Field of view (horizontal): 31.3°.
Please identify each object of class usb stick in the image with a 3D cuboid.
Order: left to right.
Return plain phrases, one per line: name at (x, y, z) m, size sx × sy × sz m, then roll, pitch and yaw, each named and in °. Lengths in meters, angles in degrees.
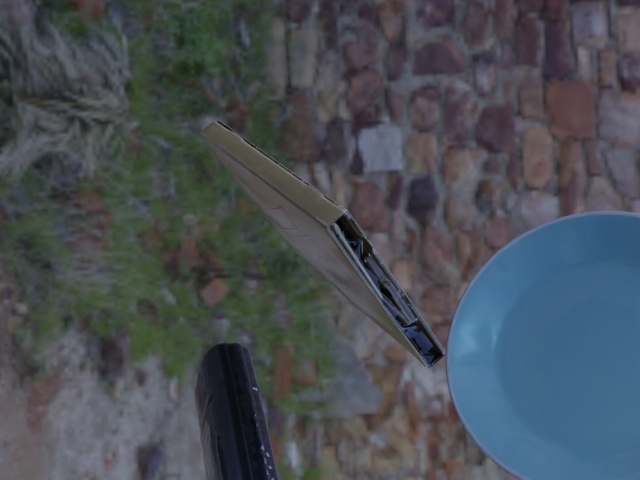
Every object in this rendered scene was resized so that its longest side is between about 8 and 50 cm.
usb stick at (-0.063, 0.165, 0.859) m, size 0.278 × 0.045 × 0.077 m, roll -114°, pitch -137°, yaw -66°

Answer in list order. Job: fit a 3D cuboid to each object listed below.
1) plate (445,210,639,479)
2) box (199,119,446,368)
plate at (0.170, 0.069, 0.703) m, size 0.024 × 0.188 × 0.188 m, roll 53°, pitch 34°, yaw -55°
box at (0.000, 0.000, 0.857) m, size 0.201 × 0.021 × 0.164 m, roll 37°, pitch -13°, yaw 52°
